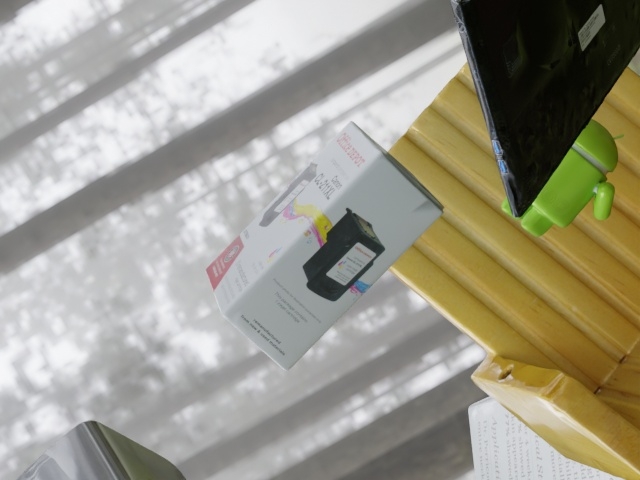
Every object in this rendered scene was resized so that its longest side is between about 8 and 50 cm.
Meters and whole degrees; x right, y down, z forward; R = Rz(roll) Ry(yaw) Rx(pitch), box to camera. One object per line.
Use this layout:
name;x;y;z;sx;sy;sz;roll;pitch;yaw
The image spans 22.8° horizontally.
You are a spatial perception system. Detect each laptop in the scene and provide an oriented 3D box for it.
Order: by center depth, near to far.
laptop;0.080;-0.189;0.929;0.234;0.137;0.264;-51;-47;-38

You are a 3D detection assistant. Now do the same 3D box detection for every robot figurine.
robot figurine;0.208;-0.058;1.366;0.101;0.115;0.067;42;-173;28

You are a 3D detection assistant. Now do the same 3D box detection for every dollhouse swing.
dollhouse swing;0.242;-0.030;1.369;0.305;0.347;0.315;43;172;-8

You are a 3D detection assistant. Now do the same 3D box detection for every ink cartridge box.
ink cartridge box;0.000;0.000;1.247;0.072;0.175;0.127;43;-176;-18

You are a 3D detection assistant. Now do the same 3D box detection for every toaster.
toaster;-0.223;0.284;1.554;0.186;0.168;0.110;38;-171;-48

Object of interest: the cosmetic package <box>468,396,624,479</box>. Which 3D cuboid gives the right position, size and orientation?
cosmetic package;0.388;0.296;1.673;0.394;0.327;0.329;142;126;-69
